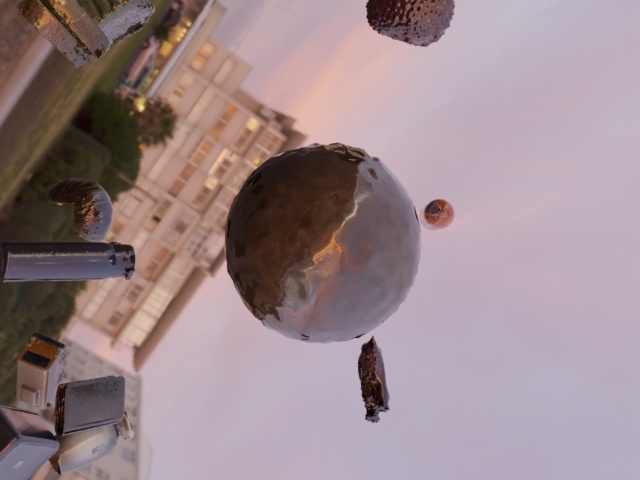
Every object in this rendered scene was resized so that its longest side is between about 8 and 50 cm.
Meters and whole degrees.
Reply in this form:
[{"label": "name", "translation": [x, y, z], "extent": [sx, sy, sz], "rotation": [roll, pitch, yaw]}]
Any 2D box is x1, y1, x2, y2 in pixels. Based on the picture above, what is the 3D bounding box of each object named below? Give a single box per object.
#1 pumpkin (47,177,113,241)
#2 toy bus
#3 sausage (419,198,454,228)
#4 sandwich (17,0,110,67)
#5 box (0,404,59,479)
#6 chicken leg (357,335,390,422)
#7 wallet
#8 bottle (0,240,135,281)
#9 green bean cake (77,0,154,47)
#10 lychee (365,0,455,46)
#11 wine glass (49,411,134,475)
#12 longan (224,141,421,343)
[{"label": "pumpkin", "translation": [-0.590, -0.096, 2.014], "extent": [0.107, 0.183, 0.119], "rotation": [-50, 170, 26]}, {"label": "toy bus", "translation": [-0.664, 0.316, 1.902], "extent": [0.103, 0.091, 0.182], "rotation": [-68, 180, -47]}, {"label": "sausage", "translation": [0.266, -0.059, 1.833], "extent": [0.071, 0.071, 0.234], "rotation": [-55, 176, 2]}, {"label": "sandwich", "translation": [-0.534, -0.455, 1.667], "extent": [0.109, 0.185, 0.160], "rotation": [-39, -151, -4]}, {"label": "box", "translation": [-0.604, 0.403, 1.538], "extent": [0.144, 0.090, 0.201], "rotation": [-45, 162, -8]}, {"label": "chicken leg", "translation": [0.130, 0.342, 1.980], "extent": [0.105, 0.063, 0.234], "rotation": [1, -81, 64]}, {"label": "wallet", "translation": [-0.491, 0.350, 1.722], "extent": [0.031, 0.198, 0.110], "rotation": [1, -93, 23]}, {"label": "bottle", "translation": [-0.458, 0.036, 1.466], "extent": [0.072, 0.244, 0.082], "rotation": [-59, -136, 35]}, {"label": "green bean cake", "translation": [-0.565, -0.606, 2.140], "extent": [0.227, 0.125, 0.222], "rotation": [-25, -177, 10]}, {"label": "lychee", "translation": [0.200, -0.517, 1.729], "extent": [0.188, 0.188, 0.188], "rotation": [-49, -161, 22]}, {"label": "wine glass", "translation": [-0.565, 0.487, 1.971], "extent": [0.204, 0.111, 0.111], "rotation": [-23, 176, -35]}, {"label": "longan", "translation": [0.000, 0.000, 1.526], "extent": [0.391, 0.391, 0.391], "rotation": [-49, -161, 22]}]
